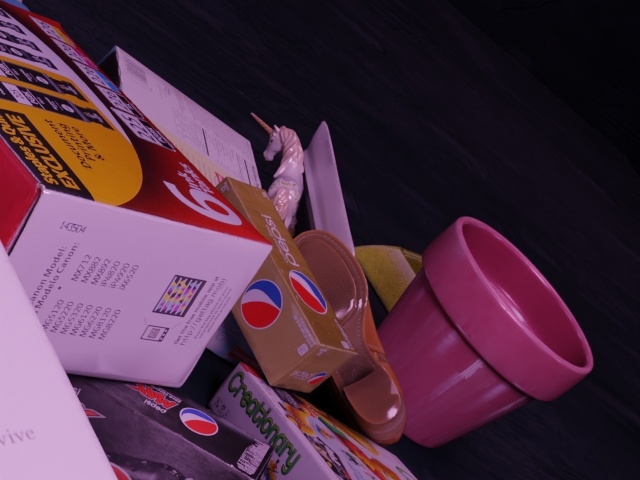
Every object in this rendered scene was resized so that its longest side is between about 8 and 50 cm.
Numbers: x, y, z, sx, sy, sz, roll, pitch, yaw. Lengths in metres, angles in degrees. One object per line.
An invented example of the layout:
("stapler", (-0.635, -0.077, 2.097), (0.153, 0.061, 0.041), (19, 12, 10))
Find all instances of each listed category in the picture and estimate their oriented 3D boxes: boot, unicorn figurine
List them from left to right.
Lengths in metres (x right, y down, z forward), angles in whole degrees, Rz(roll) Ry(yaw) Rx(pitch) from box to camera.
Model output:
("unicorn figurine", (-0.041, -0.051, 1.432), (0.060, 0.111, 0.162), (6, 22, -14))
("boot", (0.020, 0.098, 1.261), (0.152, 0.073, 0.197), (81, -10, -72))

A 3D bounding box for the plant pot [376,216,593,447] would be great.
("plant pot", (0.145, 0.108, 1.408), (0.201, 0.180, 0.201), (40, 21, -19))

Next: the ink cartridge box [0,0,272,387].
("ink cartridge box", (-0.232, -0.056, 0.915), (0.271, 0.130, 0.309), (14, 24, -51))

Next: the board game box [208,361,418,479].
("board game box", (0.045, 0.217, 1.049), (0.193, 0.053, 0.305), (35, 4, -32))

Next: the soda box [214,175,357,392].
("soda box", (-0.044, 0.036, 1.157), (0.061, 0.058, 0.181), (20, 34, -56))

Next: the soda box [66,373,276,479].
("soda box", (-0.120, 0.130, 0.934), (0.169, 0.060, 0.053), (30, 20, 4))

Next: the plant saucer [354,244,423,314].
("plant saucer", (0.142, 0.083, 1.650), (0.188, 0.045, 0.188), (20, 33, -53))

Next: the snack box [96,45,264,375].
("snack box", (-0.127, -0.034, 1.290), (0.187, 0.060, 0.322), (35, 23, -33))

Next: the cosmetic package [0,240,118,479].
("cosmetic package", (-0.244, 0.085, 0.579), (0.230, 0.161, 0.453), (-7, 55, -39))

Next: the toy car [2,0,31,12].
("toy car", (-0.360, -0.245, 1.104), (0.238, 0.210, 0.219), (-6, 36, -31))

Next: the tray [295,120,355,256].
("tray", (0.000, 0.000, 1.431), (0.030, 0.145, 0.270), (0, 33, -7))
